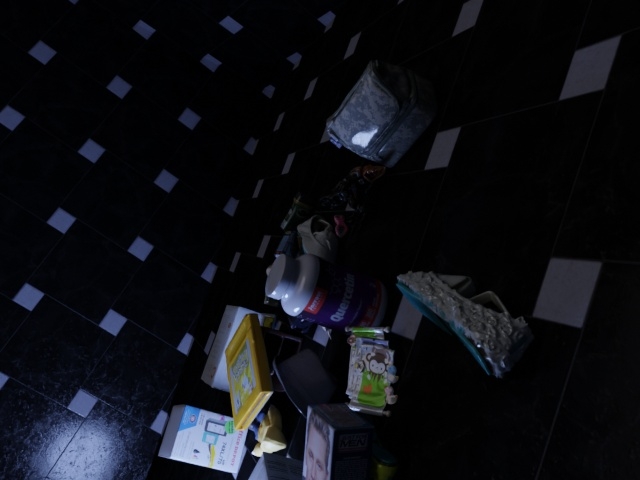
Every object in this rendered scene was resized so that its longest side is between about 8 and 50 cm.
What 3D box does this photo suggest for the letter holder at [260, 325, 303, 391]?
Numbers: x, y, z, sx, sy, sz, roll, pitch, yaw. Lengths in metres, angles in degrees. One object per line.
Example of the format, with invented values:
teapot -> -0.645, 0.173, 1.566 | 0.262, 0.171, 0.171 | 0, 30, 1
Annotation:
letter holder -> -0.213, 0.440, 2.119 | 0.302, 0.152, 0.214 | -12, 60, 66

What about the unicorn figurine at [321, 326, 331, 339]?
unicorn figurine -> 0.045, 0.233, 1.783 | 0.111, 0.060, 0.162 | -46, -20, -16

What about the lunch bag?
lunch bag -> 0.190, -0.414, 1.825 | 0.305, 0.256, 0.212 | -48, 28, 43

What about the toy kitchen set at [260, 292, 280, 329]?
toy kitchen set -> -0.176, 0.282, 2.284 | 0.207, 0.122, 0.166 | 108, 174, -66

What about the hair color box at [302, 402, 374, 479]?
hair color box -> 0.031, 0.575, 1.306 | 0.174, 0.105, 0.347 | -174, 88, -68

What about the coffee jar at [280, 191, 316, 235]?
coffee jar -> -0.096, -0.117, 2.464 | 0.184, 0.096, 0.079 | -62, 24, 12

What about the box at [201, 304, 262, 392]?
box -> -0.360, 0.469, 2.425 | 0.215, 0.168, 0.345 | -10, 60, 66

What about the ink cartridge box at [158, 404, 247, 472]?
ink cartridge box -> -0.454, 0.775, 2.203 | 0.197, 0.270, 0.198 | -30, 43, 57

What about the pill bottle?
pill bottle -> 0.016, 0.150, 1.589 | 0.181, 0.323, 0.181 | -52, 26, 38

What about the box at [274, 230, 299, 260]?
box -> -0.115, 0.102, 2.128 | 0.159, 0.044, 0.233 | -70, -24, -54

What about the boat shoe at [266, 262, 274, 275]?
boat shoe -> -0.037, 0.118, 1.884 | 0.102, 0.285, 0.092 | 84, -158, -47

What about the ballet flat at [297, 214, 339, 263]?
ballet flat -> 0.000, 0.000, 2.088 | 0.139, 0.139, 0.400 | -62, 20, 15

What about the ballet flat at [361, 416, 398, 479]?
ballet flat -> 0.113, 0.508, 1.354 | 0.231, 0.077, 0.077 | -149, 68, -68

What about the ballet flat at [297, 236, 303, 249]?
ballet flat -> -0.136, 0.009, 2.467 | 0.232, 0.073, 0.080 | -15, 55, 65

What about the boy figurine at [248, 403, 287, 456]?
boy figurine -> -0.189, 0.657, 1.923 | 0.177, 0.092, 0.285 | -67, 17, -4

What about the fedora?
fedora -> -0.026, 0.412, 1.648 | 0.124, 0.243, 0.275 | -39, 11, -4

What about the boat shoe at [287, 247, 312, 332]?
boat shoe -> -0.067, 0.178, 2.043 | 0.158, 0.127, 0.340 | -50, 26, 23

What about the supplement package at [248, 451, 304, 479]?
supplement package -> -0.122, 0.748, 1.576 | 0.194, 0.149, 0.203 | -64, 21, 11

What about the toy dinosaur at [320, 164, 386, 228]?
toy dinosaur -> 0.119, -0.187, 1.948 | 0.218, 0.164, 0.322 | -60, -7, -27

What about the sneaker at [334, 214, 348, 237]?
sneaker -> 0.071, -0.041, 2.063 | 0.119, 0.047, 0.057 | -93, 11, -51

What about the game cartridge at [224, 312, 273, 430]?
game cartridge -> -0.261, 0.453, 1.973 | 0.285, 0.053, 0.323 | -59, 37, 39

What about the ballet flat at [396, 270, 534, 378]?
ballet flat -> 0.305, 0.149, 1.201 | 0.147, 0.147, 0.409 | -64, 24, 9

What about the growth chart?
growth chart -> 0.128, 0.332, 1.455 | 0.172, 0.021, 0.237 | -14, 63, 40
